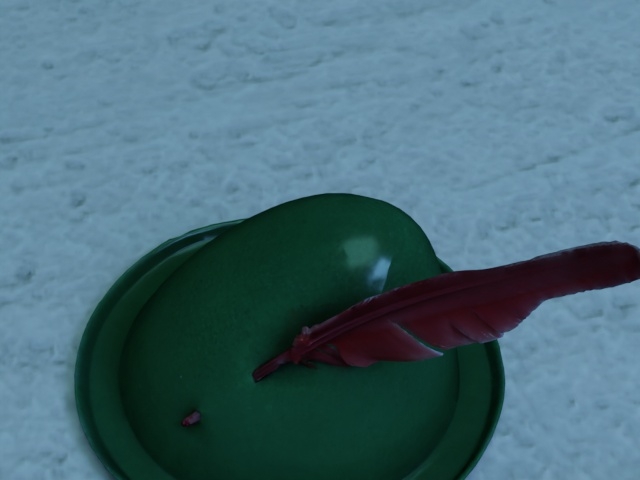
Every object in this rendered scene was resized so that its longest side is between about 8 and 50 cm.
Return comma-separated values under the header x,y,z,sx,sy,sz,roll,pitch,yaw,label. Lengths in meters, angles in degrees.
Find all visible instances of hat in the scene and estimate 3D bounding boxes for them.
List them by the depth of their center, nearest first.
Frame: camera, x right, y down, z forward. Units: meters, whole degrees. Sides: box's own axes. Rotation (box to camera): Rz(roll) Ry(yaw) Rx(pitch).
x,y,z,sx,sy,sz,roll,pitch,yaw,label
0.000,0.000,0.601,0.208,0.183,0.173,1,50,1,hat
